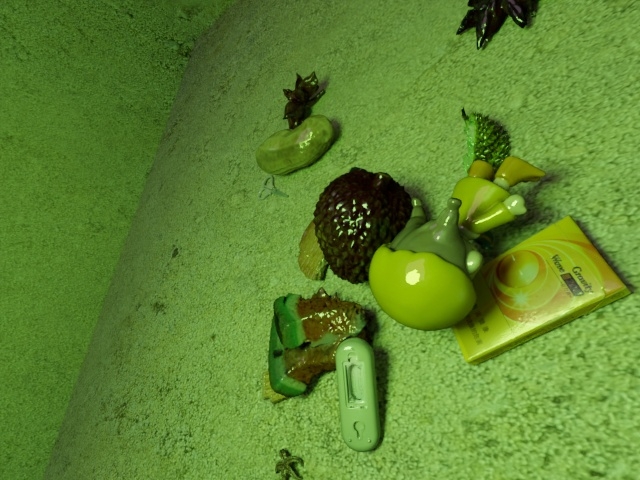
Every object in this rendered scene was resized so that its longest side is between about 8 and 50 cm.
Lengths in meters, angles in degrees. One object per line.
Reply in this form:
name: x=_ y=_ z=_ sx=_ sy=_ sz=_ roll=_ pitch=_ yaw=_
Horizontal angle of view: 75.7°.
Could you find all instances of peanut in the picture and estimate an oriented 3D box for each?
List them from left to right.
peanut: x=-0.082 y=-0.301 z=1.320 sx=0.306 sy=0.147 sz=0.146 roll=-10 pitch=62 yaw=40

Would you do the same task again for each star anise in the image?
star anise: x=-0.077 y=-0.480 z=1.436 sx=0.212 sy=0.111 sz=0.196 roll=-4 pitch=60 yaw=55
star anise: x=0.420 y=-0.583 z=0.958 sx=0.272 sy=0.103 sz=0.271 roll=-29 pitch=47 yaw=37

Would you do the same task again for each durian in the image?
durian: x=0.331 y=-0.208 z=0.868 sx=0.100 sy=0.086 sz=0.215 roll=-23 pitch=54 yaw=55

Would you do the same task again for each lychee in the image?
lychee: x=0.094 y=-0.028 z=0.907 sx=0.236 sy=0.236 sz=0.271 roll=50 pitch=138 yaw=48

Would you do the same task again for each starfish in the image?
starfish: x=-0.077 y=0.515 z=0.941 sx=0.091 sy=0.028 sz=0.078 roll=-40 pitch=47 yaw=32

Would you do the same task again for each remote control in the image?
remote control: x=0.073 y=0.306 z=0.819 sx=0.078 sy=0.042 sz=0.221 roll=-5 pitch=85 yaw=14

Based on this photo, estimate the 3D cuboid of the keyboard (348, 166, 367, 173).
keyboard: x=0.055 y=-0.123 z=1.130 sx=0.060 sy=0.018 sz=0.195 roll=23 pitch=74 yaw=49

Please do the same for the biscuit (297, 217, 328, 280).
biscuit: x=0.001 y=0.001 z=1.136 sx=0.145 sy=0.033 sz=0.224 roll=11 pitch=73 yaw=50

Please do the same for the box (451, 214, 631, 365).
box: x=0.344 y=0.090 z=0.709 sx=0.269 sy=0.044 sz=0.152 roll=-39 pitch=44 yaw=27

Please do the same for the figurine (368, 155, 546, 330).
figurine: x=0.228 y=0.001 z=0.733 sx=0.343 sy=0.187 sz=0.215 roll=-53 pitch=4 yaw=-8

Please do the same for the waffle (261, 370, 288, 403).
waffle: x=-0.101 y=0.366 z=1.054 sx=0.135 sy=0.021 sz=0.092 roll=-33 pitch=48 yaw=31

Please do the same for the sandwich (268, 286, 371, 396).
sandwich: x=-0.023 y=0.211 z=0.943 sx=0.301 sy=0.162 sz=0.250 roll=-23 pitch=49 yaw=35

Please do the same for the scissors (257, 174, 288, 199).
scissors: x=-0.162 y=-0.172 z=1.430 sx=0.189 sy=0.015 sz=0.100 roll=26 pitch=91 yaw=49
